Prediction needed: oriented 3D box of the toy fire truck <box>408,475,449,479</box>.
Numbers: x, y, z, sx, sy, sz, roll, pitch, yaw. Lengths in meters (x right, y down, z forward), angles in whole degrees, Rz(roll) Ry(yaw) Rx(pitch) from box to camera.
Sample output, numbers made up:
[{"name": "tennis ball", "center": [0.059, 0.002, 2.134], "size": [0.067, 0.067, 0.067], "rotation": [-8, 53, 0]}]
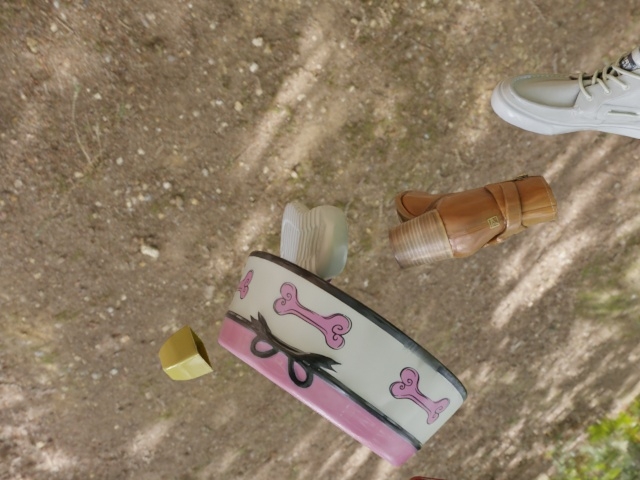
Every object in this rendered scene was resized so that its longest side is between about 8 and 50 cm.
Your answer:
[{"name": "toy fire truck", "center": [0.263, 0.609, 1.219], "size": [0.253, 0.302, 0.170], "rotation": [8, 125, 0]}]

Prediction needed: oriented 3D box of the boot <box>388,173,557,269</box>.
[{"name": "boot", "center": [0.221, -0.048, 0.921], "size": [0.220, 0.109, 0.283], "rotation": [-19, -177, 15]}]

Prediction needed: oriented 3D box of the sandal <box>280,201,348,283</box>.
[{"name": "sandal", "center": [-0.002, 0.016, 1.187], "size": [0.102, 0.416, 0.170], "rotation": [5, 93, -14]}]

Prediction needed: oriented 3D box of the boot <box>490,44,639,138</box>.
[{"name": "boot", "center": [0.355, -0.199, 0.788], "size": [0.258, 0.095, 0.123], "rotation": [3, 151, -6]}]

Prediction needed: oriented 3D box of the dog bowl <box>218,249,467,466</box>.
[{"name": "dog bowl", "center": [0.016, 0.193, 0.989], "size": [0.150, 0.407, 0.408], "rotation": [-56, 150, -13]}]

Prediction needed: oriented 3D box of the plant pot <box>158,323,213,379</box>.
[{"name": "plant pot", "center": [-0.282, 0.239, 1.297], "size": [0.083, 0.081, 0.081], "rotation": [-28, 139, -3]}]
